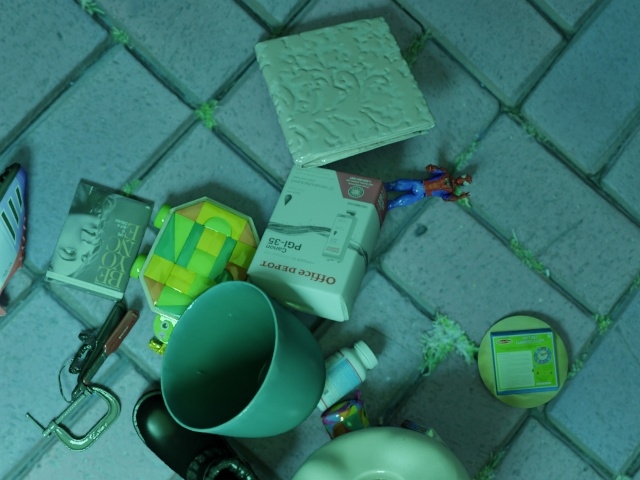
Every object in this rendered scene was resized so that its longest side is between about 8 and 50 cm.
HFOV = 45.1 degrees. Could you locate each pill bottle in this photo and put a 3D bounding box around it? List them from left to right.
[{"bbox_3d":[0.041,0.286,1.652,0.160,0.087,0.087,-35,90,-10],"label":"pill bottle"}]

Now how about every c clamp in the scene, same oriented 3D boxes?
[{"bbox_3d":[-0.504,0.361,1.596,0.161,0.022,0.137,-40,91,-10],"label":"c clamp"}]

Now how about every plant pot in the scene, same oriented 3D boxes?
[{"bbox_3d":[-0.127,0.256,1.528,0.235,0.293,0.293,33,77,-45],"label":"plant pot"}]

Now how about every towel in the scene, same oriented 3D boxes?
[{"bbox_3d":[0.048,-0.331,1.683,0.317,0.053,0.331,-15,64,-10],"label":"towel"}]

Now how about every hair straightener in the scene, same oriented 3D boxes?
[{"bbox_3d":[-0.471,0.229,1.604,0.089,0.047,0.230,24,79,32],"label":"hair straightener"}]

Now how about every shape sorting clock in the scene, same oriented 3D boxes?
[{"bbox_3d":[0.455,0.272,1.738,0.206,0.040,0.206,0,84,-5],"label":"shape sorting clock"}]

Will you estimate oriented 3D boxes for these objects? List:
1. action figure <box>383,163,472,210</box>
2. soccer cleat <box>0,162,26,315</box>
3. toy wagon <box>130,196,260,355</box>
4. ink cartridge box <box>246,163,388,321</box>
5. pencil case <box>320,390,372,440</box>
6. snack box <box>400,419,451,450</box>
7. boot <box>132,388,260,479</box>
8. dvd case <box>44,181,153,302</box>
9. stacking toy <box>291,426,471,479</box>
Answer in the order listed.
[{"bbox_3d":[0.215,-0.114,1.698,0.280,0.139,0.091,-12,87,-12],"label":"action figure"},{"bbox_3d":[-0.653,-0.001,1.581,0.116,0.109,0.318,23,79,-26],"label":"soccer cleat"},{"bbox_3d":[-0.264,0.087,1.636,0.267,0.068,0.344,25,81,-5],"label":"toy wagon"},{"bbox_3d":[0.000,0.000,1.588,0.207,0.117,0.283,12,62,17],"label":"ink cartridge box"},{"bbox_3d":[0.090,0.447,1.639,0.104,0.104,0.236,-24,89,-10],"label":"pencil case"},{"bbox_3d":[0.220,0.414,1.618,0.022,0.178,0.064,-41,91,-13],"label":"snack box"},{"bbox_3d":[-0.232,0.433,1.508,0.348,0.260,0.131,43,80,-2],"label":"boot"},{"bbox_3d":[-0.469,0.005,1.640,0.165,0.018,0.221,18,82,-6],"label":"dvd case"},{"bbox_3d":[0.134,0.637,1.497,0.351,0.350,0.480,-16,121,-10],"label":"stacking toy"}]
